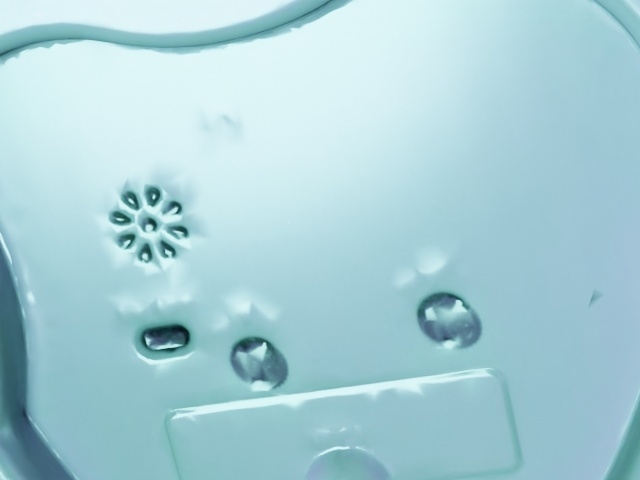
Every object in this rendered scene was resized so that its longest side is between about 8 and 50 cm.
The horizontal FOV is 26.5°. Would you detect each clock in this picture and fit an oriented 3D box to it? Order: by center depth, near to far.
[{"bbox_3d":[0.000,0.000,0.469,0.339,0.102,0.338,3,107,11],"label":"clock"}]
